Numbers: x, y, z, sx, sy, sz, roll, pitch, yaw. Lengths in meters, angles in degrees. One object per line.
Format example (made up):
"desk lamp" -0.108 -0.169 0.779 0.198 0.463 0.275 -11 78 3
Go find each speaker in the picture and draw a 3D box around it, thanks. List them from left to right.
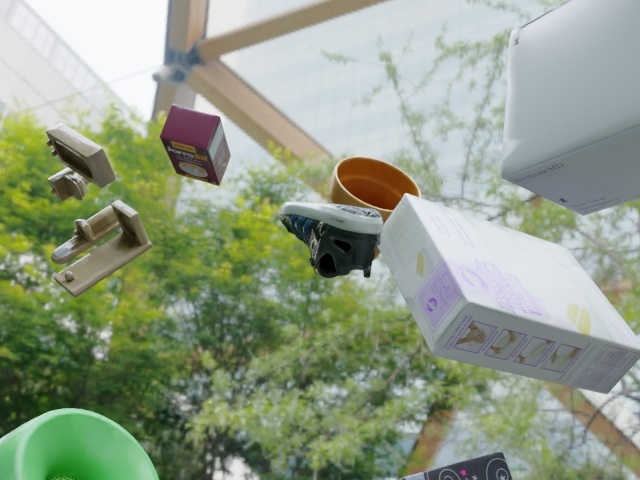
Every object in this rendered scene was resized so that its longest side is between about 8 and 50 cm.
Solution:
"speaker" -0.241 0.246 0.565 0.131 0.131 0.296 30 -63 -33

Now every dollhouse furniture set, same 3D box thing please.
"dollhouse furniture set" -0.330 -0.042 1.051 0.144 0.123 0.151 29 -35 39

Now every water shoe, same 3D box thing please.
"water shoe" 0.000 0.000 0.894 0.072 0.080 0.203 8 0 -21

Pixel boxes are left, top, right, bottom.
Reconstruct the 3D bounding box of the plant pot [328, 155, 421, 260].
"plant pot" 0.102 -0.057 1.836 0.205 0.205 0.188 13 -53 -11

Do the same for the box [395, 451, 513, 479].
"box" 0.145 0.375 0.858 0.142 0.247 0.163 -5 -24 -31

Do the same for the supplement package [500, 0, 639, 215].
"supplement package" 0.344 -0.169 0.872 0.145 0.204 0.261 20 -23 -28

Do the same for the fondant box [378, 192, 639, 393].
"fondant box" 0.265 0.076 1.136 0.330 0.238 0.096 15 -59 -28

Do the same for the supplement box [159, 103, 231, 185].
"supplement box" -0.255 -0.194 1.664 0.104 0.081 0.188 16 -18 6
